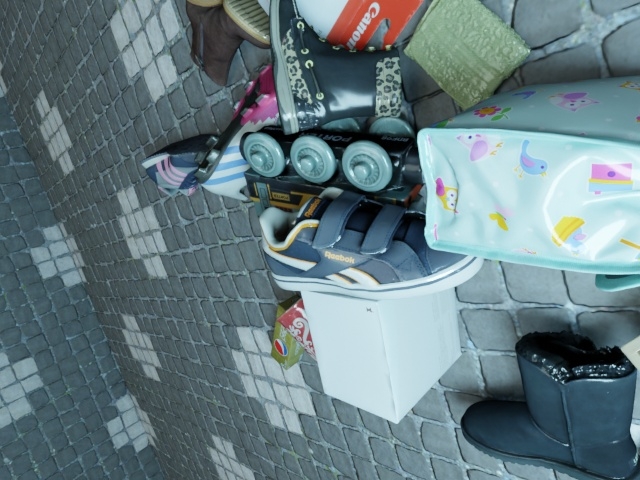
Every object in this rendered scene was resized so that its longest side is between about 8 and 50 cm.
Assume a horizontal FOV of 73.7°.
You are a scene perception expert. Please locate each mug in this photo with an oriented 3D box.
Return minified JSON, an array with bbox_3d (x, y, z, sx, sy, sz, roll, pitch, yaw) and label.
[{"bbox_3d":[0.014,0.183,0.870,0.169,0.113,0.150,50,133,3],"label":"mug"}]

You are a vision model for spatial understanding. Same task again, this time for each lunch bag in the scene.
[{"bbox_3d":[0.264,-0.069,0.411,0.263,0.224,0.159,12,123,40],"label":"lunch bag"}]

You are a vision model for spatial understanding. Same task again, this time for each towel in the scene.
[{"bbox_3d":[0.184,-0.248,0.552,0.148,0.027,0.110,51,136,16],"label":"towel"}]

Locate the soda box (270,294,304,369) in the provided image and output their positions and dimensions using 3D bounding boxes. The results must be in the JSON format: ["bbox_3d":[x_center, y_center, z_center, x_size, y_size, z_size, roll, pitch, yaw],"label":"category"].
[{"bbox_3d":[-0.071,0.220,1.016,0.061,0.058,0.181,34,130,29],"label":"soda box"}]

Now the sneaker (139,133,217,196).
[{"bbox_3d":[-0.326,-0.179,1.064,0.319,0.112,0.131,4,128,47],"label":"sneaker"}]

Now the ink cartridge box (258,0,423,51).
[{"bbox_3d":[0.015,-0.368,0.645,0.232,0.066,0.189,58,138,13],"label":"ink cartridge box"}]

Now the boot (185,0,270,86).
[{"bbox_3d":[-0.172,-0.385,0.826,0.248,0.090,0.206,47,148,16],"label":"boot"}]

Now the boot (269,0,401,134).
[{"bbox_3d":[0.018,-0.274,0.627,0.085,0.179,0.236,86,179,-79],"label":"boot"}]

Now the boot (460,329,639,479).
[{"bbox_3d":[0.298,0.216,0.594,0.247,0.094,0.207,0,116,46],"label":"boot"}]

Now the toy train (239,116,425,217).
[{"bbox_3d":[0.018,-0.101,0.699,0.335,0.142,0.190,12,131,27],"label":"toy train"}]

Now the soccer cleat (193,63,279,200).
[{"bbox_3d":[-0.110,-0.207,0.826,0.331,0.143,0.115,-41,41,29],"label":"soccer cleat"}]

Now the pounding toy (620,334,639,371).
[{"bbox_3d":[0.446,0.136,0.390,0.205,0.094,0.181,63,142,33],"label":"pounding toy"}]

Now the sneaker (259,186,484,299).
[{"bbox_3d":[0.045,-0.001,0.582,0.322,0.126,0.127,-5,121,31],"label":"sneaker"}]

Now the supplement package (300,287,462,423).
[{"bbox_3d":[0.105,0.133,0.686,0.149,0.203,0.193,4,111,44],"label":"supplement package"}]
